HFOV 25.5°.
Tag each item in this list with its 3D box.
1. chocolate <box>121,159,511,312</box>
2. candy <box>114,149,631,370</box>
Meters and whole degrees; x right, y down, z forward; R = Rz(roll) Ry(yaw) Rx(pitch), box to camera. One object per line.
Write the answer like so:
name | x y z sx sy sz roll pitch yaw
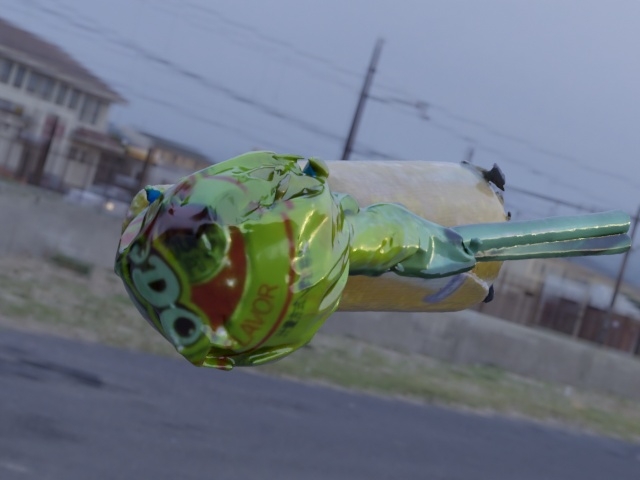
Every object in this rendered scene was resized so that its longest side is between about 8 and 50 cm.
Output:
chocolate | 0.000 0.000 0.644 0.085 0.086 0.219 16 11 38
candy | 0.038 0.000 0.544 0.262 0.073 0.077 -4 11 -42
